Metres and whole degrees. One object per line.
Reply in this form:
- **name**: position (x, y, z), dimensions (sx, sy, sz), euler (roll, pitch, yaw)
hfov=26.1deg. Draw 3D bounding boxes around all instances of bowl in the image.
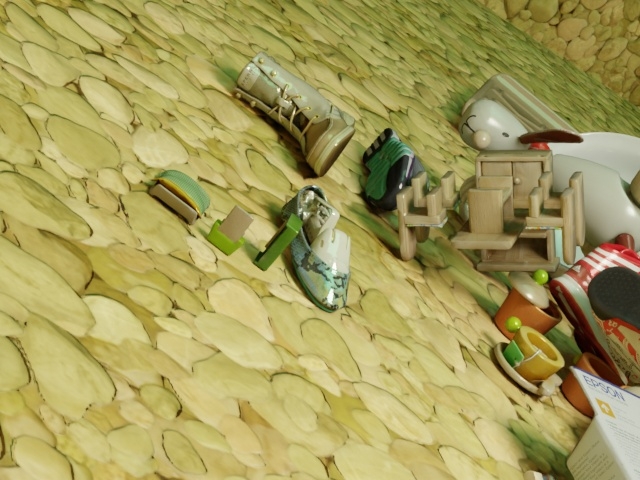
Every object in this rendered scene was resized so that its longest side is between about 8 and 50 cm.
- **bowl**: position (0.434, -0.016, 2.111), dimensions (0.298, 0.298, 0.134), euler (52, -20, 33)

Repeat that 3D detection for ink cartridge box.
- **ink cartridge box**: position (0.402, 0.308, 1.411), dimensions (0.324, 0.071, 0.330), euler (26, 25, -32)

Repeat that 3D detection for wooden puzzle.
- **wooden puzzle**: position (0.405, -0.163, 2.573), dimensions (0.322, 0.080, 0.348), euler (39, 24, 2)

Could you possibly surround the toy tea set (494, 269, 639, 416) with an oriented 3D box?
- **toy tea set**: position (0.331, 0.153, 1.656), dimensions (0.336, 0.124, 0.200), euler (48, 21, 23)

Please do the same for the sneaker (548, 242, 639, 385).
- **sneaker**: position (0.393, 0.092, 1.803), dimensions (0.087, 0.128, 0.221), euler (43, -9, 46)

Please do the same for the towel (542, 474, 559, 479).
- **towel**: position (0.326, 0.383, 1.272), dimensions (0.271, 0.040, 0.370), euler (34, 20, -15)

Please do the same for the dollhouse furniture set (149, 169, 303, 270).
- **dollhouse furniture set**: position (-0.097, -0.037, 1.410), dimensions (0.152, 0.058, 0.076), euler (38, 19, -4)

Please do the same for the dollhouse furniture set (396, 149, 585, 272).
- **dollhouse furniture set**: position (0.232, -0.010, 1.766), dimensions (0.212, 0.161, 0.242), euler (1, 18, 19)

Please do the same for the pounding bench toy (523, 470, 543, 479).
- **pounding bench toy**: position (0.182, 0.254, 1.229), dimensions (0.052, 0.083, 0.065), euler (12, 32, -52)

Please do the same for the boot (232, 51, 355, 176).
- **boot**: position (-0.037, -0.167, 1.780), dimensions (0.165, 0.077, 0.213), euler (37, 14, -7)

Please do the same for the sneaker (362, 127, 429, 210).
- **sneaker**: position (0.118, -0.081, 1.865), dimensions (0.098, 0.083, 0.223), euler (39, 18, -15)

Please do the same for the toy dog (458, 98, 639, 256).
- **toy dog**: position (0.337, -0.061, 1.905), dimensions (0.334, 0.220, 0.161), euler (13, 29, 11)

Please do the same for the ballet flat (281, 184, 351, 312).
- **ballet flat**: position (0.000, 0.000, 1.495), dimensions (0.070, 0.070, 0.188), euler (26, 23, -32)

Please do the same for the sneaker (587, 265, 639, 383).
- **sneaker**: position (0.432, 0.149, 1.644), dimensions (0.270, 0.090, 0.145), euler (45, -8, 39)
